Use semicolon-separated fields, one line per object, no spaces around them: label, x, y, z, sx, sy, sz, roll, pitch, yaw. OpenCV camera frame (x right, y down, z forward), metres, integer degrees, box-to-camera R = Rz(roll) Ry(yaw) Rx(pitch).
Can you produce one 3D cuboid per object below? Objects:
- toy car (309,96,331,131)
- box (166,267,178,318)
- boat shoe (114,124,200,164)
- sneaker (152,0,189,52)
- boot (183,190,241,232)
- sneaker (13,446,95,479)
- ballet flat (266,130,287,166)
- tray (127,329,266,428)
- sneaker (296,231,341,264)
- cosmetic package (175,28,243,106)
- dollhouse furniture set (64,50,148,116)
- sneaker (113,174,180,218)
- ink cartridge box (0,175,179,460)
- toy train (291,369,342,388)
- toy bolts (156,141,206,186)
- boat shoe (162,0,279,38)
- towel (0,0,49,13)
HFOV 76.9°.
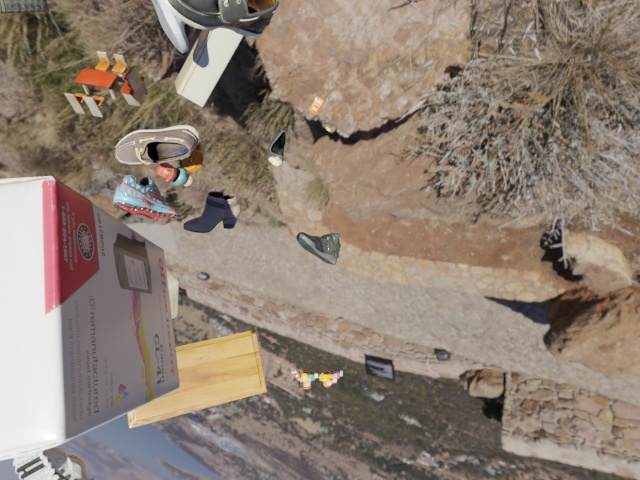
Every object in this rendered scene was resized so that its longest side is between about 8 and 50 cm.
toy car;0.011;-0.441;1.412;0.060;0.041;0.122;-41;107;18
box;-0.535;0.175;1.030;0.121;0.311;0.148;38;132;28
boat shoe;-0.586;-0.321;1.416;0.323;0.097;0.117;-8;133;10
sneaker;-0.442;-0.696;1.221;0.094;0.091;0.258;43;163;21
boot;-0.221;-0.060;0.818;0.118;0.042;0.087;-4;135;-14
sneaker;-0.782;0.674;1.189;0.109;0.118;0.292;-24;104;10
ballet flat;-0.136;-0.291;1.268;0.057;0.173;0.049;23;130;-22
tray;-0.394;0.429;1.283;0.409;0.203;0.076;-9;167;-17
sneaker;0.000;0.000;1.724;0.227;0.131;0.087;32;162;-29
cosmetic package;-0.431;-0.689;1.537;0.113;0.160;0.310;23;112;-35
dollhouse furniture set;-0.824;-0.623;1.570;0.258;0.262;0.135;12;151;6
sneaker;-0.540;-0.141;1.301;0.103;0.125;0.262;-1;172;17
ink cartridge box;-0.276;0.090;0.459;0.131;0.227;0.306;-10;168;-4
toy train;-0.005;0.427;1.240;0.166;0.046;0.125;3;167;-12
toy bolts;-0.579;-0.327;1.789;0.218;0.229;0.158;43;-169;26
boat shoe;-0.162;-0.401;0.670;0.079;0.233;0.084;-24;92;38
towel;-0.732;-0.633;0.809;0.056;0.324;0.313;12;120;14
